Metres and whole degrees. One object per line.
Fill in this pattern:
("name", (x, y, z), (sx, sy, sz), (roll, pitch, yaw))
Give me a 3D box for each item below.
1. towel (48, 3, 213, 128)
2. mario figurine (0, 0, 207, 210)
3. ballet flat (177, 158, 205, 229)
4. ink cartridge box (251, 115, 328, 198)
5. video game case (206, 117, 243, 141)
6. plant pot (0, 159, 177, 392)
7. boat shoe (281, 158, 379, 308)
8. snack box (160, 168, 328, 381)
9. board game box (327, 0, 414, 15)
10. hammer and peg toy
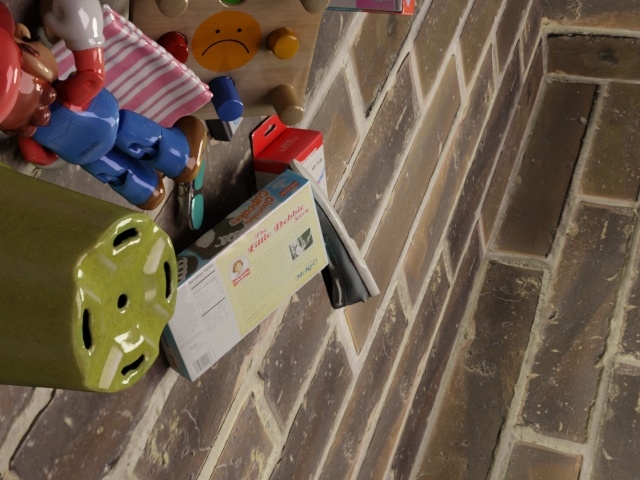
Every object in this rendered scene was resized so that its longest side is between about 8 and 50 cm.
("towel", (-0.241, -0.182, 1.143), (0.197, 0.144, 0.029), (35, 22, -47))
("mario figurine", (-0.280, -0.167, 1.051), (0.320, 0.170, 0.198), (31, 91, -43))
("ballet flat", (-0.198, -0.074, 1.452), (0.041, 0.041, 0.114), (-23, 120, -64))
("ink cartridge box", (-0.052, -0.113, 1.735), (0.134, 0.078, 0.231), (-51, 143, -48))
("video game case", (-0.142, -0.338, 1.494), (0.275, 0.035, 0.248), (73, 34, -47))
("plant pot", (-0.298, 0.044, 0.977), (0.276, 0.253, 0.276), (9, 90, -67))
("boat shoe", (0.000, 0.000, 1.673), (0.319, 0.099, 0.116), (58, 5, -35))
("snack box", (-0.126, 0.052, 1.507), (0.322, 0.060, 0.187), (-40, 138, -27))
("board game box", (0.049, -0.548, 1.608), (0.064, 0.242, 0.317), (-24, 121, -64))
("hammer and peg toy", (-0.176, -0.253, 1.224), (0.266, 0.361, 0.127), (104, -29, -44))
